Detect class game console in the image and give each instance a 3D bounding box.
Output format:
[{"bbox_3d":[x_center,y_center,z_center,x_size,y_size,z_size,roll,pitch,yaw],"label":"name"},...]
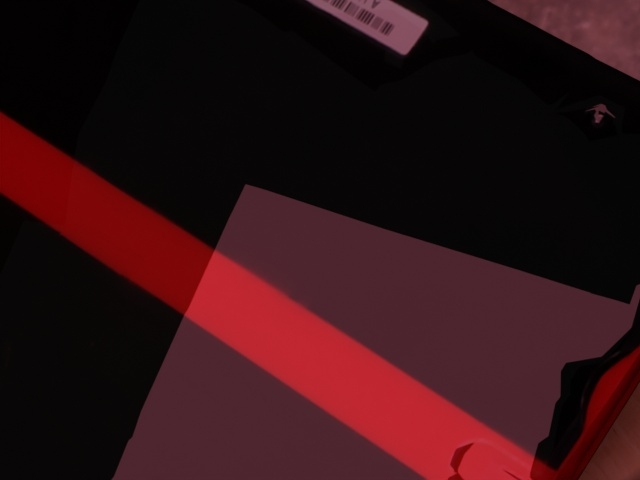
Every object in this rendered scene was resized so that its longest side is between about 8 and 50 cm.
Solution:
[{"bbox_3d":[-0.075,0.014,0.484,0.387,0.060,0.342,32,83,15],"label":"game console"}]

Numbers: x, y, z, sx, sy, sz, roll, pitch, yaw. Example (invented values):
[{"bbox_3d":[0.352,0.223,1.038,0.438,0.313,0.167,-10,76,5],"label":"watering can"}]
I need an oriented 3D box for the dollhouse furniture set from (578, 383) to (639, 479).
[{"bbox_3d":[0.283,0.068,0.417,0.303,0.173,0.355,-33,37,-15],"label":"dollhouse furniture set"}]
